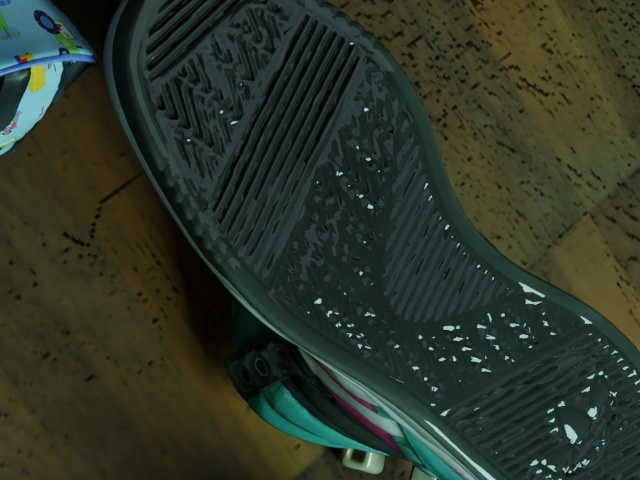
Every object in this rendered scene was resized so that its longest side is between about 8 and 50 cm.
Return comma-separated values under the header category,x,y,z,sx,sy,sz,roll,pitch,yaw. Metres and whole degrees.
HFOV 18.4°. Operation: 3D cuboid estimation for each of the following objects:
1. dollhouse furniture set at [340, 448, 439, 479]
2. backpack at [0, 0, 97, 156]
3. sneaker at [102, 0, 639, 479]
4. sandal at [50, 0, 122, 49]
category,x,y,z,sx,sy,sz,roll,pitch,yaw
dollhouse furniture set,0.051,0.143,0.935,0.081,0.091,0.114,-16,118,-74
backpack,-0.174,-0.070,0.721,0.158,0.173,0.116,-19,92,-34
sneaker,0.000,0.000,0.818,0.295,0.178,0.124,47,73,-24
sandal,-0.052,-0.095,0.878,0.219,0.090,0.060,35,42,-17
